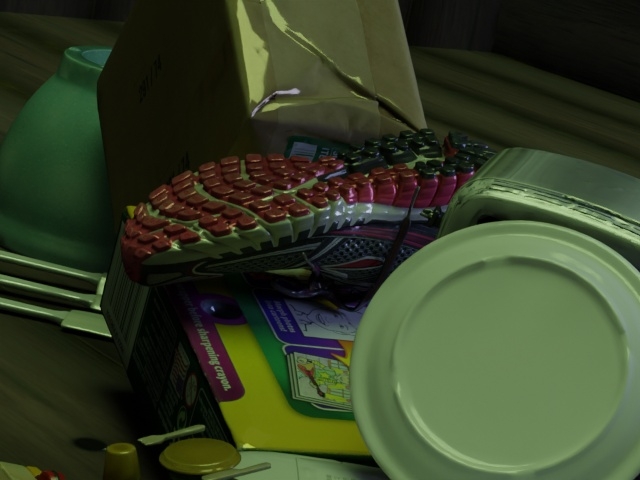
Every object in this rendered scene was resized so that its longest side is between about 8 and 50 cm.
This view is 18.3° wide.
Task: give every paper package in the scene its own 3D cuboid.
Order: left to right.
[{"bbox_3d":[-0.063,-0.112,1.756,0.168,0.325,0.309,6,53,-24],"label":"paper package"}]

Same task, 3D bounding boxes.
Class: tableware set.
[{"bbox_3d":[-0.072,0.146,1.119,0.104,0.024,0.154,-10,20,-33],"label":"tableware set"}]

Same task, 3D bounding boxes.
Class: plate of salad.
[{"bbox_3d":[0.117,0.082,1.212,0.199,0.200,0.048,15,-21,17],"label":"plate of salad"}]

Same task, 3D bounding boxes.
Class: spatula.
[{"bbox_3d":[-0.253,0.047,1.829,0.242,0.019,0.168,12,19,4],"label":"spatula"}]

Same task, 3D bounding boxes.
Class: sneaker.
[{"bbox_3d":[0.000,0.000,1.466,0.299,0.112,0.121,-8,25,-21],"label":"sneaker"}]

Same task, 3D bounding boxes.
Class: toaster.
[{"bbox_3d":[0.161,0.018,1.319,0.227,0.129,0.146,22,15,12],"label":"toaster"}]

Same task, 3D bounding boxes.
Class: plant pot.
[{"bbox_3d":[-0.195,-0.090,2.058,0.293,0.196,0.293,10,13,-2],"label":"plant pot"}]

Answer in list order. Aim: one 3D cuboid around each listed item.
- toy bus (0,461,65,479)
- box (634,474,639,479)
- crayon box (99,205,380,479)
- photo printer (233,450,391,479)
[{"bbox_3d":[-0.183,0.187,1.101,0.191,0.104,0.202,19,6,18],"label":"toy bus"},{"bbox_3d":[0.198,0.137,1.302,0.232,0.059,0.183,24,13,15],"label":"box"},{"bbox_3d":[0.028,0.109,1.497,0.313,0.106,0.363,7,24,-22],"label":"crayon box"},{"bbox_3d":[0.052,0.228,1.119,0.256,0.107,0.307,11,13,-6],"label":"photo printer"}]
